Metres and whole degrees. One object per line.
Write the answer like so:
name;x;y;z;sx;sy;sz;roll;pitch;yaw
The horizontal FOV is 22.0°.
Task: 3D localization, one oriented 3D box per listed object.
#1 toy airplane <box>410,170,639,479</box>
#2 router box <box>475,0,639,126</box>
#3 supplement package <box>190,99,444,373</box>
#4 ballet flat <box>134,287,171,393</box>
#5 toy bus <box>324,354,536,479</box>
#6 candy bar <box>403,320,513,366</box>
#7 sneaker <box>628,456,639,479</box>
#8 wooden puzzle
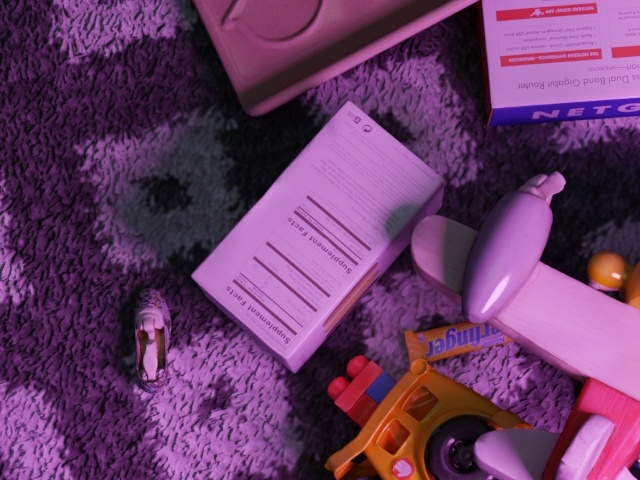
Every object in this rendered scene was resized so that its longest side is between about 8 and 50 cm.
toy airplane;0.308;0.092;1.533;0.386;0.272;0.384;-4;46;-15
router box;0.333;-0.288;1.780;0.335;0.082;0.301;-3;79;1
supplement package;0.000;0.000;1.708;0.134;0.139;0.244;40;84;9
ballet flat;-0.179;0.104;1.744;0.041;0.041;0.114;-4;79;1
toy bus;0.081;0.226;1.669;0.211;0.149;0.220;36;85;21
candy bar;0.169;0.098;1.745;0.161;0.018;0.040;-13;79;0
sneaker;0.345;0.218;1.697;0.081;0.080;0.211;-26;79;-25
wooden puzzle;0.001;-0.343;1.783;0.322;0.080;0.348;-27;75;10
